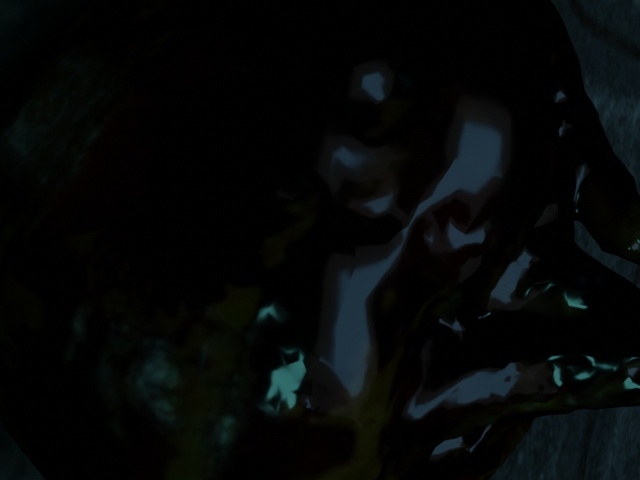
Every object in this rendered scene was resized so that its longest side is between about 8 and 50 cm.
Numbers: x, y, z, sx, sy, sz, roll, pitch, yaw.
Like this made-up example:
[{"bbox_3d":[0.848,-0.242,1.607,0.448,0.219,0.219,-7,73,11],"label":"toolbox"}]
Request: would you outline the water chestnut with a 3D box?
[{"bbox_3d":[0.000,0.000,0.740,0.289,0.244,0.289,28,50,-38],"label":"water chestnut"}]
